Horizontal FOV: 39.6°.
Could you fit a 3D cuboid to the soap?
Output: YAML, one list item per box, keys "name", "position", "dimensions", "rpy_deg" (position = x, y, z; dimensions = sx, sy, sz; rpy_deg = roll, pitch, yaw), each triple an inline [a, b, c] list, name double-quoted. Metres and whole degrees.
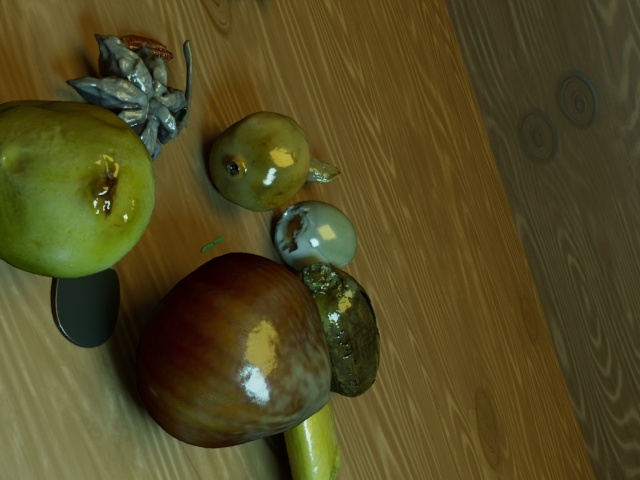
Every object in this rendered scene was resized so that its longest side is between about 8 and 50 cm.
- name: "soap"
  position: [-0.021, 0.418, 1.949]
  dimensions: [0.306, 0.115, 0.427]
  rpy_deg: [-30, 110, -84]

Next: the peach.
- name: "peach"
  position: [-0.415, -0.081, 1.407]
  dimensions: [0.314, 0.316, 0.281]
  rpy_deg: [-20, 112, -67]

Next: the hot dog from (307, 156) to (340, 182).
- name: "hot dog"
  position: [-0.033, -0.183, 2.295]
  dimensions: [0.169, 0.061, 0.078]
  rpy_deg: [22, 48, -24]

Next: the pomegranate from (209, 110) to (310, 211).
- name: "pomegranate"
  position: [-0.132, -0.173, 1.985]
  dimensions: [0.233, 0.233, 0.233]
  rpy_deg: [29, 54, -51]

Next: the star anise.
- name: "star anise"
  position: [-0.348, -0.283, 1.743]
  dimensions: [0.316, 0.139, 0.359]
  rpy_deg: [26, 63, -59]

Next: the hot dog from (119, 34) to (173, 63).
- name: "hot dog"
  position: [-0.363, -0.397, 1.867]
  dimensions: [0.144, 0.038, 0.062]
  rpy_deg: [-4, 82, -59]

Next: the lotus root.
- name: "lotus root"
  position: [0.039, 0.212, 2.108]
  dimensions: [0.196, 0.179, 0.397]
  rpy_deg: [-57, 142, -38]

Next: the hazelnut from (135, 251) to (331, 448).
- name: "hazelnut"
  position: [-0.157, 0.213, 1.667]
  dimensions: [0.409, 0.359, 0.359]
  rpy_deg: [-17, 92, -65]

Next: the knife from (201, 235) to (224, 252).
- name: "knife"
  position: [-0.235, 0.009, 1.945]
  dimensions: [0.091, 0.005, 0.014]
  rpy_deg: [-34, 106, -57]

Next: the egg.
- name: "egg"
  position: [0.000, 0.000, 2.153]
  dimensions: [0.217, 0.183, 0.183]
  rpy_deg: [22, 59, -40]

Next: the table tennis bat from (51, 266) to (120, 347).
- name: "table tennis bat"
  position: [-0.418, 0.059, 1.616]
  dimensions: [0.154, 0.021, 0.274]
  rpy_deg: [29, 56, -51]
